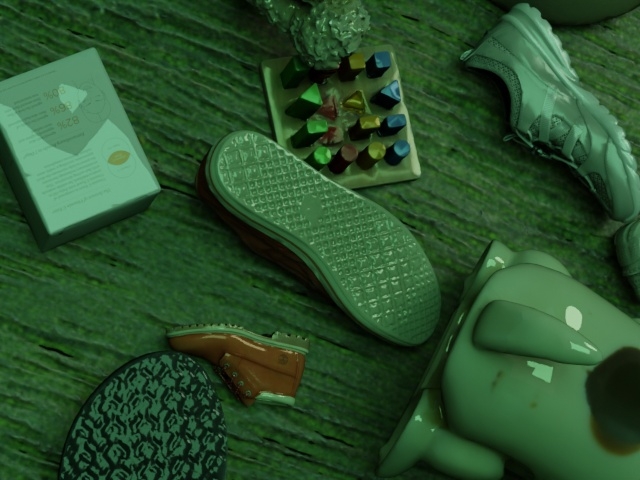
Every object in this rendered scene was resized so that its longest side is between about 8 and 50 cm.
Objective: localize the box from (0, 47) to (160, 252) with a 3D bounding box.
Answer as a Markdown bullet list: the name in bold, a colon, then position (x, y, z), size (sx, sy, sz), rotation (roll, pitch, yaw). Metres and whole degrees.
- **box**: position (-0.266, -0.095, 1.729), size (0.130, 0.091, 0.170), rotation (-23, 85, -19)

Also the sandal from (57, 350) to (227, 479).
- **sandal**: position (-0.194, 0.330, 1.665), size (0.167, 0.107, 0.446), rotation (5, 90, -16)

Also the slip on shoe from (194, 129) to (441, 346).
- **slip on shoe**: position (0.000, 0.000, 1.783), size (0.331, 0.101, 0.123), rotation (37, 68, -19)

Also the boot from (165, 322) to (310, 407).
- **boot**: position (-0.092, 0.133, 1.749), size (0.158, 0.059, 0.085), rotation (12, 80, -14)

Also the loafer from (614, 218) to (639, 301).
- **loafer**: position (0.498, -0.003, 1.918), size (0.319, 0.112, 0.111), rotation (-15, 88, -10)

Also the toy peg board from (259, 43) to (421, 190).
- **toy peg board**: position (0.031, -0.141, 1.828), size (0.160, 0.079, 0.161), rotation (-9, 81, -17)

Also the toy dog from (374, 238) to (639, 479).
- **toy dog**: position (0.318, 0.175, 1.687), size (0.408, 0.395, 0.285), rotation (27, 64, 0)

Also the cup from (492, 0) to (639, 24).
- **cup**: position (0.303, -0.432, 1.852), size (0.331, 0.237, 0.331), rotation (1, 83, -5)

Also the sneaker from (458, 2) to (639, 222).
- **sneaker**: position (0.267, -0.130, 1.896), size (0.115, 0.105, 0.281), rotation (-33, 82, -4)

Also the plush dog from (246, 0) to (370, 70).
- **plush dog**: position (-0.011, -0.350, 1.754), size (0.210, 0.225, 0.262), rotation (22, 48, -6)
